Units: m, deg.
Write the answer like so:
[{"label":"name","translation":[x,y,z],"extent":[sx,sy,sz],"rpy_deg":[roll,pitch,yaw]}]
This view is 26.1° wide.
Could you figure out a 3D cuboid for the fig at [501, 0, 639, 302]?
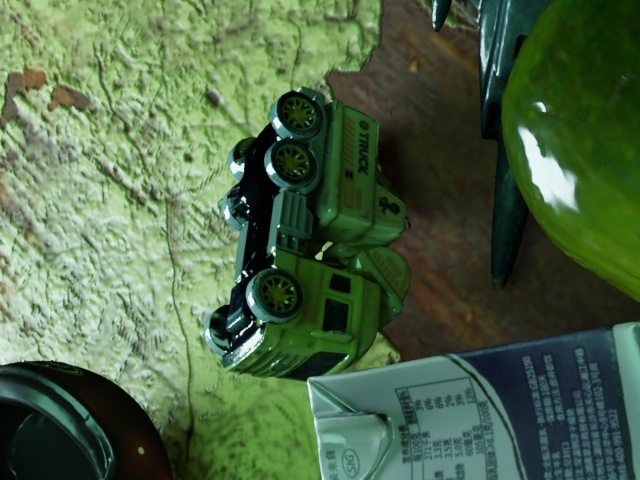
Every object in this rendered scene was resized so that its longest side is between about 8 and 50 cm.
[{"label":"fig","translation":[0.213,-0.017,0.660],"extent":[0.206,0.206,0.275],"rpy_deg":[-46,42,26]}]

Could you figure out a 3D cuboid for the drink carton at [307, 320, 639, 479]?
[{"label":"drink carton","translation":[0.120,0.107,0.800],"extent":[0.222,0.134,0.102],"rpy_deg":[-14,85,35]}]

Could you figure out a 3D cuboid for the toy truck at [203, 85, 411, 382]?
[{"label":"toy truck","translation":[0.000,0.000,0.889],"extent":[0.085,0.116,0.191],"rpy_deg":[137,144,-54]}]

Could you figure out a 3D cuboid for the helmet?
[{"label":"helmet","translation":[-0.202,0.191,0.991],"extent":[0.189,0.193,0.216],"rpy_deg":[7,99,30]}]

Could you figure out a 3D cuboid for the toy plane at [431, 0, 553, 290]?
[{"label":"toy plane","translation":[0.129,-0.122,0.811],"extent":[0.223,0.104,0.326],"rpy_deg":[9,100,6]}]
